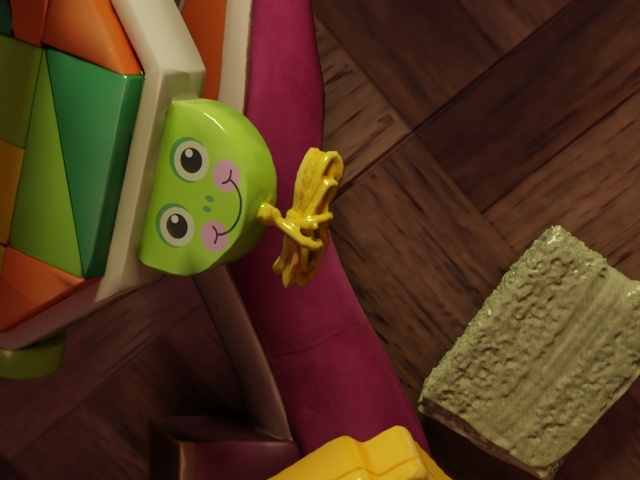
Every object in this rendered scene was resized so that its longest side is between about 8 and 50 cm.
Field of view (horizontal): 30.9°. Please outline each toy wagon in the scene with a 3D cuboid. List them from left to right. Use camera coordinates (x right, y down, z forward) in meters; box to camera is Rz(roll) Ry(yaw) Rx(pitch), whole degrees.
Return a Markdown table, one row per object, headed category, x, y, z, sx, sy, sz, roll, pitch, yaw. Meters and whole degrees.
| category | x | y | z | sx | sy | sz | roll | pitch | yaw |
| --- | --- | --- | --- | --- | --- | --- | --- | --- | --- |
| toy wagon | -0.152 | -0.064 | 0.580 | 0.344 | 0.068 | 0.267 | 22 | 109 | 22 |

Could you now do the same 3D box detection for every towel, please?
| category | x | y | z | sx | sy | sz | roll | pitch | yaw |
| --- | --- | --- | --- | --- | --- | --- | --- | --- | --- |
| towel | 0.139 | 0.072 | 0.716 | 0.110 | 0.027 | 0.148 | 32 | 105 | -10 |

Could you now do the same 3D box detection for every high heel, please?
| category | x | y | z | sx | sy | sz | roll | pitch | yaw |
| --- | --- | --- | --- | --- | --- | --- | --- | --- | --- |
| high heel | 0.000 | 0.000 | 0.670 | 0.181 | 0.127 | 0.377 | -1 | 107 | -27 |

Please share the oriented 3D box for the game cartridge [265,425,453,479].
| category | x | y | z | sx | sy | sz | roll | pitch | yaw |
| --- | --- | --- | --- | --- | --- | --- | --- | --- | --- |
| game cartridge | 0.004 | 0.270 | 0.704 | 0.285 | 0.052 | 0.323 | -33 | 129 | 9 |
